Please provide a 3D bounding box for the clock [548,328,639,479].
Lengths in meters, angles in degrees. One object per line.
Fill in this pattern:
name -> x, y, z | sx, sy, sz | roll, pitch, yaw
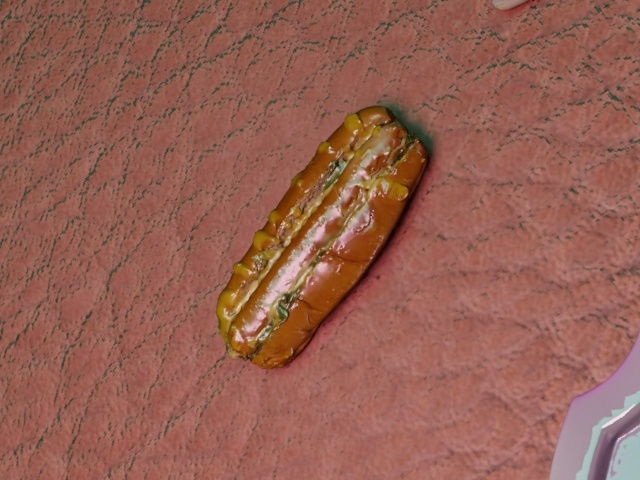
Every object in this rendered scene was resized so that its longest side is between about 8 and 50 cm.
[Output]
clock -> 0.339, 0.193, 1.315 | 0.339, 0.102, 0.338 | -8, 71, 26

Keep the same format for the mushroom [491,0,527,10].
mushroom -> 0.226, -0.281, 1.552 | 0.202, 0.054, 0.059 | -45, 54, 17

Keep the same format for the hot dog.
hot dog -> 0.000, 0.000, 1.581 | 0.115, 0.072, 0.269 | 35, 93, 24
